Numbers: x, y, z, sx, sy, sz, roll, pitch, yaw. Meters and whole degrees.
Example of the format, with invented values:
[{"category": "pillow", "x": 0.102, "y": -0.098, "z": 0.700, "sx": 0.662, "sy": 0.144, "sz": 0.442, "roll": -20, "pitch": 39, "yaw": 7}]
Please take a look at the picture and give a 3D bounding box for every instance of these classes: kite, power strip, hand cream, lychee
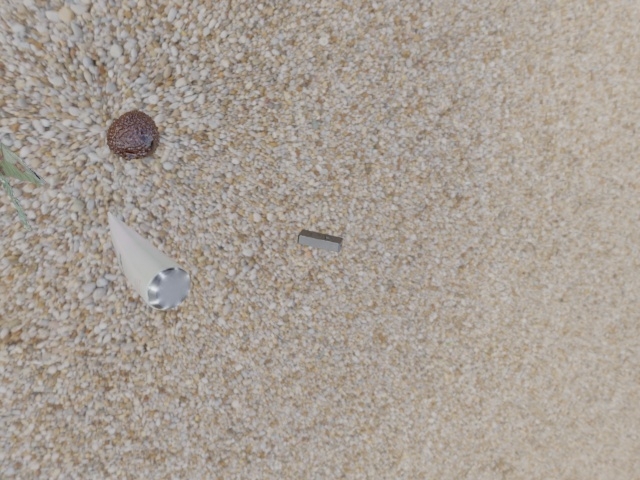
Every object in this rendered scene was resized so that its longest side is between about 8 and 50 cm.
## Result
[{"category": "kite", "x": -0.554, "y": -0.113, "z": 0.750, "sx": 0.012, "sy": 0.229, "sz": 0.250, "roll": -56, "pitch": 155, "yaw": -43}, {"category": "power strip", "x": 0.000, "y": 0.000, "z": 1.070, "sx": 0.111, "sy": 0.038, "sz": 0.029, "roll": 12, "pitch": 120, "yaw": 10}, {"category": "hand cream", "x": -0.480, "y": 0.059, "z": 1.150, "sx": 0.118, "sy": 0.359, "sz": 0.185, "roll": -27, "pitch": 129, "yaw": -36}, {"category": "lychee", "x": -0.465, "y": -0.261, "z": 1.085, "sx": 0.123, "sy": 0.123, "sz": 0.129, "roll": 38, "pitch": 50, "yaw": -29}]
